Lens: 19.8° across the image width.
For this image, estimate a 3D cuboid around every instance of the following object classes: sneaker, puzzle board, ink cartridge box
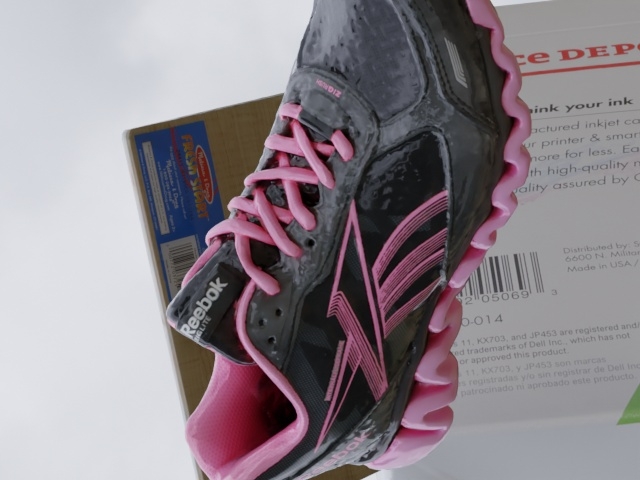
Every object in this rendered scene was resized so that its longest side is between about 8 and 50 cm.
[{"bbox_3d":[0.000,0.000,0.331,0.047,0.057,0.119,41,136,42],"label":"sneaker"},{"bbox_3d":[-0.014,0.020,0.579,0.096,0.011,0.128,-18,-82,-45],"label":"puzzle board"},{"bbox_3d":[0.121,0.002,0.869,0.353,0.207,0.119,-92,-5,-52],"label":"ink cartridge box"}]

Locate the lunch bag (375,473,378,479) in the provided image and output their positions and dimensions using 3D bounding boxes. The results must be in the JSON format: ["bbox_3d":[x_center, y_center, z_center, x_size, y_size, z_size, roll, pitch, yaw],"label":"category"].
[{"bbox_3d":[0.169,0.081,1.076,0.224,0.279,0.108,94,165,-67],"label":"lunch bag"}]
